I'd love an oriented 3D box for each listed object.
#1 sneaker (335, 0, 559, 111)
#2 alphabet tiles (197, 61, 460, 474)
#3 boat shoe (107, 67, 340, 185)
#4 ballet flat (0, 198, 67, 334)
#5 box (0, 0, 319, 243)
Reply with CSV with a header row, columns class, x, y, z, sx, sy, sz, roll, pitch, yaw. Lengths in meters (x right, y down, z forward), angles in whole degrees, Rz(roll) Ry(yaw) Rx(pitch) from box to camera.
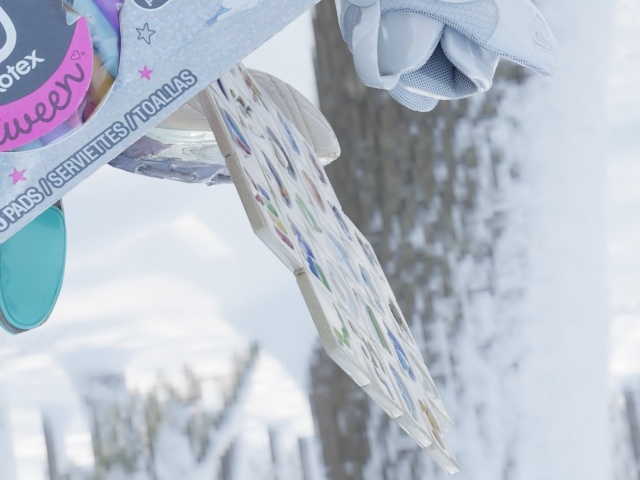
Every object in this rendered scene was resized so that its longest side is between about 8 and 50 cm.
class,x,y,z,sx,sy,sz,roll,pitch,yaw
sneaker,0.120,-0.204,1.284,0.137,0.210,0.366,-12,176,42
alphabet tiles,0.000,0.000,1.199,0.011,0.285,0.342,-29,148,8
boat shoe,-0.093,-0.096,1.672,0.092,0.103,0.285,-42,157,27
ballet flat,-0.275,-0.036,1.643,0.083,0.247,0.087,8,170,-40
box,-0.123,-0.141,0.949,0.247,0.142,0.163,-37,-157,9
